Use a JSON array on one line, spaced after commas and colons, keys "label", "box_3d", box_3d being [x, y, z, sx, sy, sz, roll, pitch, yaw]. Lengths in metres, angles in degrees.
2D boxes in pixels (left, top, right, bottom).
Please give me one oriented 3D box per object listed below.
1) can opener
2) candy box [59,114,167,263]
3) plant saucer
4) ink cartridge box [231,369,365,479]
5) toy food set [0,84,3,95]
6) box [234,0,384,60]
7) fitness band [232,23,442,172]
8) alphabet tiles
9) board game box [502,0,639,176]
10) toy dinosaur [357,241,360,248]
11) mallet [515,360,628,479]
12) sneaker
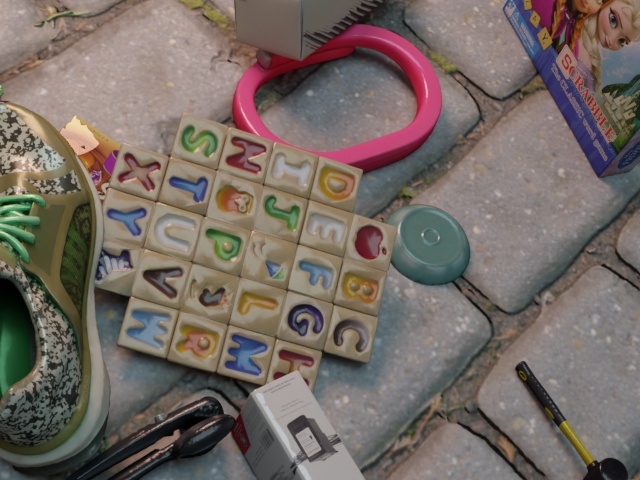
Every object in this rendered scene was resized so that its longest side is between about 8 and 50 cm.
[{"label": "can opener", "box_3d": [-0.179, 0.218, 1.118, 0.186, 0.073, 0.059, -23, 77, -17]}, {"label": "candy box", "box_3d": [-0.247, -0.051, 1.258, 0.187, 0.053, 0.109, 34, 58, 5]}, {"label": "plant saucer", "box_3d": [0.138, 0.000, 1.363, 0.119, 0.021, 0.119, 8, 58, -12]}, {"label": "ink cartridge box", "box_3d": [-0.024, 0.231, 1.125, 0.063, 0.109, 0.150, -22, 69, -30]}, {"label": "toy food set", "box_3d": [-0.430, -0.186, 1.302, 0.082, 0.020, 0.083, -35, 75, -31]}, {"label": "box", "box_3d": [0.005, -0.348, 1.441, 0.113, 0.094, 0.275, 22, 43, 26]}, {"label": "fitness band", "box_3d": [0.026, -0.186, 1.420, 0.291, 0.054, 0.209, -21, 68, -25]}, {"label": "alphabet tiles", "box_3d": [-0.085, 0.015, 1.231, 0.342, 0.011, 0.285, 17, 73, -12]}, {"label": "board game box", "box_3d": [0.396, -0.302, 1.443, 0.066, 0.318, 0.318, -14, 65, -23]}, {"label": "toy dinosaur", "box_3d": [0.000, 0.000, 1.303, 0.093, 0.053, 0.183, 16, 57, -6]}, {"label": "mallet", "box_3d": [0.288, 0.228, 1.270, 0.039, 0.062, 0.189, -18, 52, -27]}, {"label": "sneaker", "box_3d": [-0.307, 0.021, 1.083, 0.158, 0.182, 0.410, -15, 69, 0]}]
